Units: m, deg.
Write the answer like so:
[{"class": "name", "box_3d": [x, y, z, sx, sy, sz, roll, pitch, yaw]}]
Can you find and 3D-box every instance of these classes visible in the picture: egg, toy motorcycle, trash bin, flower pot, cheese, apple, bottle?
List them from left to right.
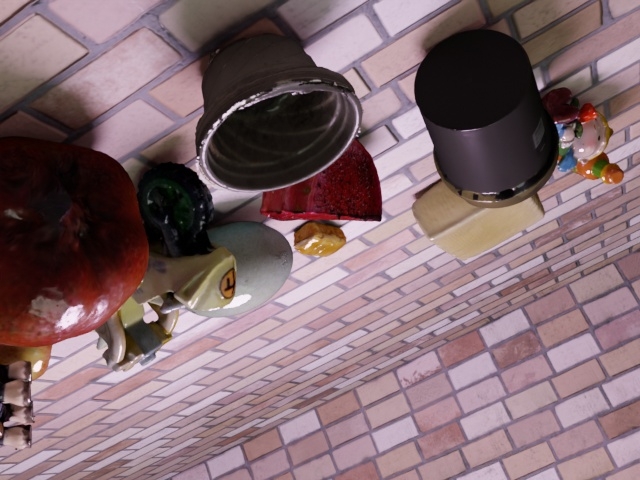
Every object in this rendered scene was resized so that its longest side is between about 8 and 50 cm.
[{"class": "apple", "box_3d": [-0.569, 0.209, 1.375, 0.101, 0.126, 0.126, 14, 142, -25]}, {"class": "toy motorcycle", "box_3d": [-0.280, 0.060, 1.186, 0.410, 0.237, 0.168, -39, 174, 36]}, {"class": "egg", "box_3d": [-0.164, 0.052, 1.341, 0.236, 0.169, 0.169, -25, 158, -15]}, {"class": "flower pot", "box_3d": [-0.071, -0.179, 0.958, 0.235, 0.141, 0.235, -20, 156, -10]}, {"class": "cheese", "box_3d": [0.360, -0.070, 1.620, 0.242, 0.124, 0.265, -27, 158, 20]}, {"class": "trash bin", "box_3d": [0.278, -0.179, 1.197, 0.214, 0.214, 0.334, -29, 151, 13]}, {"class": "bottle", "box_3d": [0.580, -0.165, 1.541, 0.069, 0.187, 0.069, -5, 113, -12]}]

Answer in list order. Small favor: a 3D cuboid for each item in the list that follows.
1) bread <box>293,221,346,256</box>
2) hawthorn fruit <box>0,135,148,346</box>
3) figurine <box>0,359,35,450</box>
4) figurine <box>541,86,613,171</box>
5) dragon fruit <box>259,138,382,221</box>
[{"class": "bread", "box_3d": [0.000, 0.000, 1.527, 0.074, 0.053, 0.132, -33, 157, 23]}, {"class": "hawthorn fruit", "box_3d": [-0.371, 0.012, 0.946, 0.294, 0.295, 0.311, -14, 157, -20]}, {"class": "figurine", "box_3d": [-0.694, 0.291, 1.226, 0.411, 0.241, 0.306, 27, 121, -35]}, {"class": "figurine", "box_3d": [0.505, -0.227, 1.430, 0.234, 0.127, 0.185, -3, 144, -18]}, {"class": "dragon fruit", "box_3d": [0.008, -0.094, 1.226, 0.261, 0.163, 0.189, 8, 114, -56]}]
